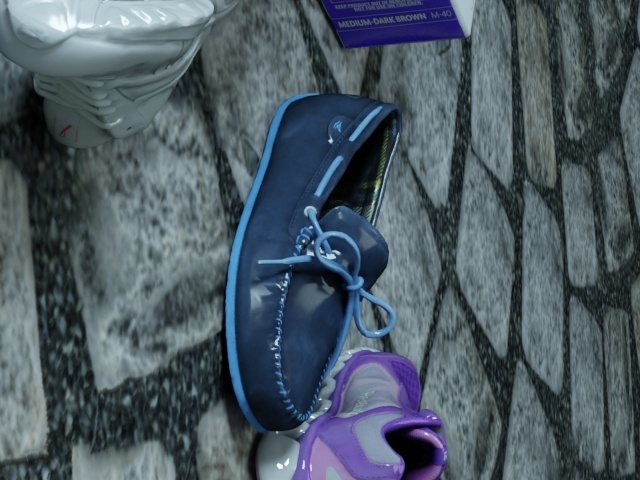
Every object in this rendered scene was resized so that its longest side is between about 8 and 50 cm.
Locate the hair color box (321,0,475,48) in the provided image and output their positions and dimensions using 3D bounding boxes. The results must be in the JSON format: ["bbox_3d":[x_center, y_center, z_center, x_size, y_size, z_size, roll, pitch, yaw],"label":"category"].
[{"bbox_3d":[0.023,-0.310,1.379,0.339,0.110,0.185,62,31,-51],"label":"hair color box"}]

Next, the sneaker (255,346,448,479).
[{"bbox_3d":[0.041,0.137,1.329,0.236,0.105,0.095,-41,123,-67],"label":"sneaker"}]

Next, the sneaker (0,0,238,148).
[{"bbox_3d":[-0.105,-0.090,0.974,0.115,0.090,0.232,-61,172,16],"label":"sneaker"}]

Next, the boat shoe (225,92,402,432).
[{"bbox_3d":[0.000,0.000,1.266,0.109,0.089,0.258,57,34,-52],"label":"boat shoe"}]
